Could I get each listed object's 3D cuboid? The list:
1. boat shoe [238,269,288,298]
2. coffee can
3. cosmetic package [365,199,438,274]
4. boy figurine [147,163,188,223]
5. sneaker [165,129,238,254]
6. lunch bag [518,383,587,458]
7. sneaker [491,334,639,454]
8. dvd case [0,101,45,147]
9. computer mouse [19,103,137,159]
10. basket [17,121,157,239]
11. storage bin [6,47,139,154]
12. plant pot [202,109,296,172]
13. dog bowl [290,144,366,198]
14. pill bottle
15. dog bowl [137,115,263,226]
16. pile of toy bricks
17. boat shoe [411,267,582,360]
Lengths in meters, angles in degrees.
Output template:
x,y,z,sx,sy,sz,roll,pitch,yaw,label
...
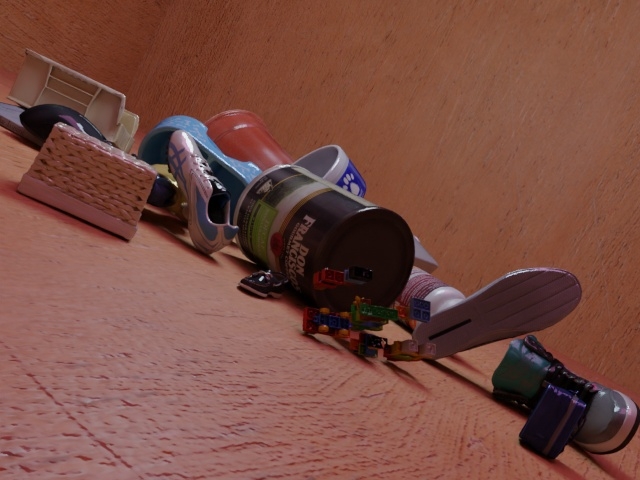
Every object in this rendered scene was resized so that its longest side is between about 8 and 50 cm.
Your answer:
x,y,z,sx,sy,sz,roll,pitch,yaw,label
-0.083,0.062,1.254,0.046,0.038,0.125,28,4,24,boat shoe
0.000,0.000,1.439,0.201,0.202,0.275,24,4,-39,coffee can
0.136,0.025,2.014,0.197,0.155,0.365,50,11,20,cosmetic package
-0.283,-0.086,1.491,0.177,0.092,0.285,31,4,16,boy figurine
-0.195,-0.090,1.391,0.085,0.086,0.237,26,38,-59,sneaker
0.320,0.243,1.126,0.065,0.098,0.067,31,0,16,lunch bag
0.375,0.238,1.350,0.178,0.124,0.295,31,-5,-10,sneaker
-0.595,-0.234,1.745,0.253,0.022,0.180,28,10,15,dvd case
-0.459,-0.199,1.652,0.272,0.072,0.188,30,13,-20,computer mouse
-0.319,-0.086,1.159,0.167,0.103,0.113,25,3,-16,basket
-0.572,-0.314,1.972,0.260,0.123,0.262,25,-4,-5,storage bin
-0.179,-0.164,2.176,0.272,0.272,0.265,23,14,-46,plant pot
-0.032,-0.089,1.833,0.104,0.265,0.265,51,-5,-20,dog bowl
0.227,0.140,1.704,0.121,0.121,0.221,25,4,-31,pill bottle
-0.238,-0.123,1.658,0.297,0.166,0.074,39,17,4,dog bowl
0.056,0.113,1.196,0.212,0.118,0.105,15,-24,-26,pile of toy bricks
0.300,0.125,1.442,0.094,0.302,0.109,48,23,-79,boat shoe
